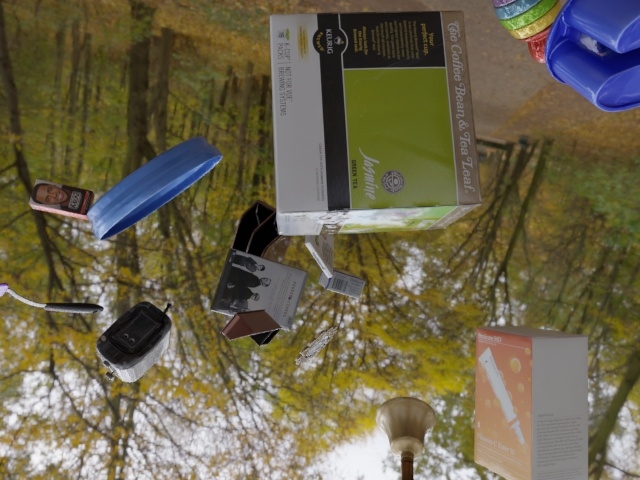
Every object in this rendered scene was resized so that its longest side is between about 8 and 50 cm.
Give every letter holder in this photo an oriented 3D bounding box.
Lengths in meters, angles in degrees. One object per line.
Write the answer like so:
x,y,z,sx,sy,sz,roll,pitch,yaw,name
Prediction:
-0.222,0.061,1.828,0.151,0.302,0.214,28,-142,10,letter holder

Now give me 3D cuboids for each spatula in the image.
-0.615,0.129,1.213,0.296,0.030,0.084,17,145,-36,spatula

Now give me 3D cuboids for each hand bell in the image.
0.168,0.434,1.084,0.126,0.126,0.242,12,-149,-2,hand bell

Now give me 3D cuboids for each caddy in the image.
0.589,-0.391,1.047,0.341,0.241,0.179,-15,-131,-11,caddy

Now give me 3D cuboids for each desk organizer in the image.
-0.120,0.158,1.003,0.050,0.047,0.130,42,-173,15,desk organizer

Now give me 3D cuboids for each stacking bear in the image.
0.550,-0.584,1.447,0.164,0.289,0.175,-20,-148,39,stacking bear

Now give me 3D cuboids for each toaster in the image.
-0.487,0.269,1.511,0.129,0.146,0.227,33,-126,11,toaster

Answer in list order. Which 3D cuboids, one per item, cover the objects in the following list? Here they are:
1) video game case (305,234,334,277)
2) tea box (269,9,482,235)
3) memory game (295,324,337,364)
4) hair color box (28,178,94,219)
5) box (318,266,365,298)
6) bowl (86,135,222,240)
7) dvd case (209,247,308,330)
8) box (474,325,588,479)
0.000,0.000,1.545,0.019,0.143,0.157,-18,-140,19,video game case
0.079,-0.189,0.974,0.323,0.329,0.220,-2,171,-3,tea box
-0.013,0.348,1.884,0.012,0.186,0.186,45,-156,20,memory game
-0.668,-0.106,1.464,0.141,0.072,0.043,11,163,-12,hair color box
0.074,0.143,1.983,0.126,0.072,0.137,18,-178,-16,box
-0.437,-0.143,1.491,0.077,0.391,0.391,55,-171,-7,bowl
-0.168,0.139,1.580,0.238,0.180,0.029,19,178,-21,dvd case
0.506,0.391,1.370,0.168,0.346,0.215,2,177,-20,box
